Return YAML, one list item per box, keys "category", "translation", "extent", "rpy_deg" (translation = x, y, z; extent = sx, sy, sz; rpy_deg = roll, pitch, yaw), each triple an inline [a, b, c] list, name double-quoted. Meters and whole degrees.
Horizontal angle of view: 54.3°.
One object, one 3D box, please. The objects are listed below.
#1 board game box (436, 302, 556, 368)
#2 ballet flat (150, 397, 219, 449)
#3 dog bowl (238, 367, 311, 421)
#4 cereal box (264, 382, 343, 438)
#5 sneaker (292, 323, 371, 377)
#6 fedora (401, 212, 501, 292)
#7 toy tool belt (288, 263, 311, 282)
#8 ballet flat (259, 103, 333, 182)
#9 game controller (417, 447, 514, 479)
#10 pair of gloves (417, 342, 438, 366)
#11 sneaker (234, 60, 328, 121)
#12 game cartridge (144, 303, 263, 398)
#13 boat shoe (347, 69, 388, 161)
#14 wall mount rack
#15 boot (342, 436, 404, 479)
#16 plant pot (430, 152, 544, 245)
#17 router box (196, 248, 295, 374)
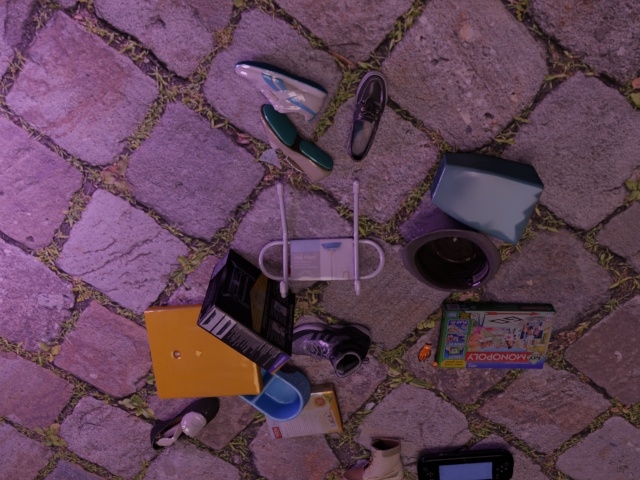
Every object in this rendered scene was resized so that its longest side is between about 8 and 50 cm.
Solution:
- category: "board game box"
  translation: [0.513, 0.284, 1.843]
  extent: [0.318, 0.046, 0.213]
  rpy_deg: [0, 118, -1]
- category: "ballet flat"
  translation: [-0.444, 0.610, 2.035]
  extent: [0.281, 0.096, 0.095]
  rpy_deg: [-34, 112, 18]
- category: "dog bowl"
  translation: [-0.169, 0.442, 1.917]
  extent: [0.297, 0.074, 0.166]
  rpy_deg: [37, 106, -6]
- category: "cereal box"
  translation: [-0.059, 0.553, 2.016]
  extent: [0.240, 0.047, 0.172]
  rpy_deg: [-8, 116, 8]
- category: "sneaker"
  translation: [0.017, 0.323, 1.828]
  extent: [0.269, 0.153, 0.101]
  rpy_deg: [-4, 118, 5]
- category: "fedora"
  translation: [0.346, 0.018, 1.648]
  extent: [0.244, 0.124, 0.275]
  rpy_deg: [-24, 130, 33]
- category: "toy tool belt"
  translation: [-0.054, 0.093, 1.765]
  extent: [0.083, 0.051, 0.052]
  rpy_deg: [8, 85, 3]
- category: "ballet flat"
  translation: [-0.077, -0.238, 1.576]
  extent: [0.248, 0.086, 0.086]
  rpy_deg: [41, 112, -19]
- category: "game controller"
  translation: [0.487, 0.771, 2.103]
  extent: [0.320, 0.067, 0.166]
  rpy_deg: [-6, 118, 6]
- category: "pair of gloves"
  translation: [0.343, 0.354, 1.913]
  extent: [0.083, 0.010, 0.074]
  rpy_deg: [18, 117, -8]
- category: "sneaker"
  translation: [-0.102, -0.362, 1.499]
  extent: [0.229, 0.087, 0.092]
  rpy_deg: [22, 114, -9]
- category: "game cartridge"
  translation: [-0.344, 0.325, 1.849]
  extent: [0.324, 0.052, 0.285]
  rpy_deg: [-5, 101, 9]
- category: "boat shoe"
  translation: [0.112, -0.299, 1.531]
  extent: [0.080, 0.076, 0.228]
  rpy_deg: [15, 118, -6]
- category: "wall mount rack"
  translation: [0.000, 0.000, 1.678]
  extent: [0.350, 0.130, 0.303]
  rpy_deg: [-2, 86, 2]
- category: "boot"
  translation: [0.172, 0.745, 2.096]
  extent: [0.213, 0.077, 0.165]
  rpy_deg: [-8, 119, 1]
- category: "plant pot"
  translation: [0.404, -0.123, 1.570]
  extent: [0.235, 0.165, 0.165]
  rpy_deg: [17, 116, 1]
- category: "router box"
  translation: [-0.188, 0.182, 1.672]
  extent: [0.243, 0.308, 0.081]
  rpy_deg: [37, 110, -16]
